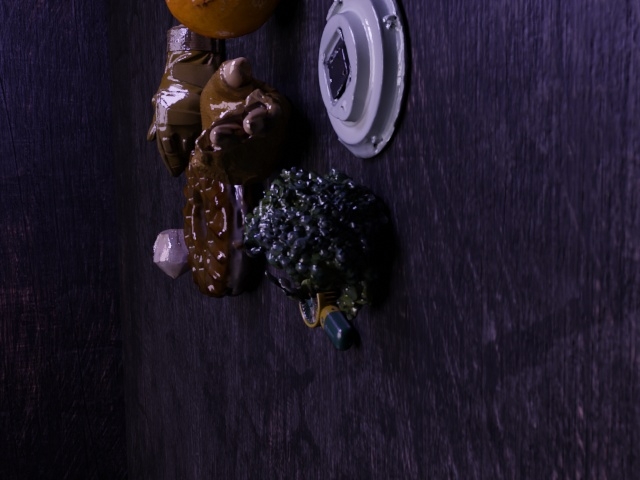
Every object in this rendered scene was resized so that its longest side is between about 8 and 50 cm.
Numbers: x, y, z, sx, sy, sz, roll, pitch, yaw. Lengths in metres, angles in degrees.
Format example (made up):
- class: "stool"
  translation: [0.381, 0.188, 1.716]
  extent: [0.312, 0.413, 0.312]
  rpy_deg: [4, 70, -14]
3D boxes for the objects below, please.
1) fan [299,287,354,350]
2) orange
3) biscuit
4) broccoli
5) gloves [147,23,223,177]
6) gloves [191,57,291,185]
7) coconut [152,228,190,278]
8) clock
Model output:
- class: "fan"
  translation: [0.012, 0.108, 1.218]
  extent: [0.155, 0.039, 0.082]
  rpy_deg: [-126, 38, -52]
- class: "orange"
  translation: [-0.154, -0.436, 1.339]
  extent: [0.219, 0.193, 0.219]
  rpy_deg: [-27, 39, 24]
- class: "biscuit"
  translation: [-0.204, -0.044, 1.664]
  extent: [0.332, 0.103, 0.332]
  rpy_deg: [176, 90, -68]
- class: "broccoli"
  translation: [0.013, 0.012, 1.129]
  extent: [0.198, 0.177, 0.275]
  rpy_deg: [42, 175, 15]
- class: "gloves"
  translation: [-0.284, -0.294, 1.769]
  extent: [0.141, 0.154, 0.331]
  rpy_deg: [-147, 63, -66]
- class: "gloves"
  translation: [-0.128, -0.192, 1.373]
  extent: [0.356, 0.155, 0.203]
  rpy_deg: [-128, 44, -80]
- class: "coconut"
  translation: [-0.368, 0.037, 2.083]
  extent: [0.110, 0.110, 0.124]
  rpy_deg: [132, 137, -61]
- class: "clock"
  translation: [0.041, -0.225, 1.077]
  extent: [0.236, 0.053, 0.236]
  rpy_deg: [178, 90, -68]
